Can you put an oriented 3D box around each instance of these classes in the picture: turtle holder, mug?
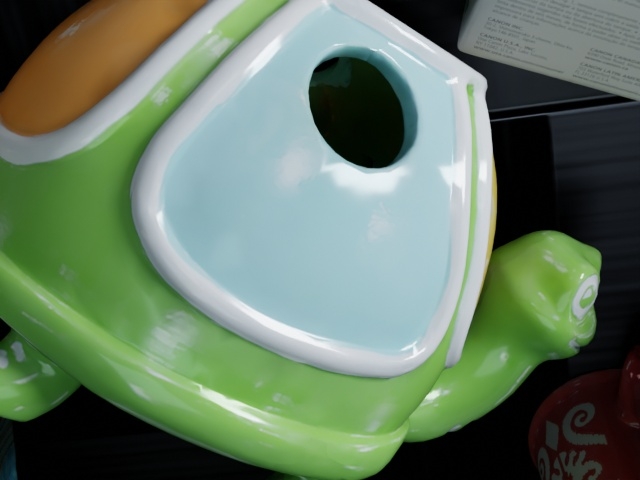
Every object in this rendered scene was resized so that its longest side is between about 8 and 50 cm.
[{"bbox_3d":[-0.007,-0.001,0.504,0.320,0.243,0.227,33,101,3],"label":"turtle holder"},{"bbox_3d":[0.184,0.158,0.614,0.113,0.169,0.150,-20,115,15],"label":"mug"}]

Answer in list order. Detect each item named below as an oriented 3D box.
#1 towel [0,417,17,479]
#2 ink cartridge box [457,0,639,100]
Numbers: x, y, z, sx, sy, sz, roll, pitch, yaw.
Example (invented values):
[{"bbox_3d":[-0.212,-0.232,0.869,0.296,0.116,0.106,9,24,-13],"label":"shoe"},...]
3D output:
[{"bbox_3d":[-0.196,0.145,0.585,0.040,0.271,0.370,-6,118,-12],"label":"towel"},{"bbox_3d":[0.180,-0.144,0.457,0.181,0.056,0.224,15,150,-4],"label":"ink cartridge box"}]
